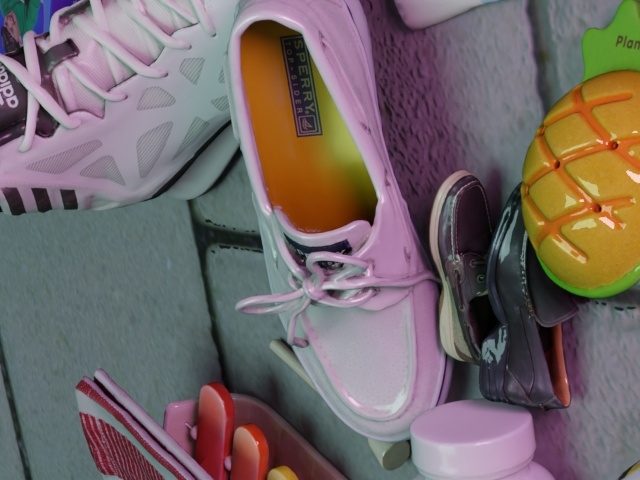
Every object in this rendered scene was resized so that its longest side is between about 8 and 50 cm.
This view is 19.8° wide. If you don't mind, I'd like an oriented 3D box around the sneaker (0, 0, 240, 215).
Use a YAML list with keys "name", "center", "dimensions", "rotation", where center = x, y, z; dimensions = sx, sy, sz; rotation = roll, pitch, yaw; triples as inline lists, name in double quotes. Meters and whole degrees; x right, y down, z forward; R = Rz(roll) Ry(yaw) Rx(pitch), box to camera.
- name: "sneaker"
  center: [-0.154, -0.135, 1.421]
  dimensions: [0.169, 0.257, 0.447]
  rotation: [61, 146, 17]

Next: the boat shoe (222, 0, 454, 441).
- name: "boat shoe"
  center: [0.008, -0.003, 1.293]
  dimensions: [0.136, 0.156, 0.367]
  rotation: [-6, 110, 15]

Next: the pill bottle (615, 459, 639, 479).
- name: "pill bottle"
  center: [0.262, 0.146, 1.069]
  dimensions: [0.119, 0.119, 0.208]
  rotation: [61, 146, 16]

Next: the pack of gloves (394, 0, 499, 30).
- name: "pack of gloves"
  center: [0.064, -0.230, 1.188]
  dimensions: [0.195, 0.046, 0.232]
  rotation: [58, 153, -13]

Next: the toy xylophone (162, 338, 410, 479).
- name: "toy xylophone"
  center: [-0.022, 0.226, 1.565]
  dimensions: [0.323, 0.081, 0.236]
  rotation: [31, 129, 46]

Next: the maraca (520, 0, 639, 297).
- name: "maraca"
  center: [0.181, -0.056, 1.118]
  dimensions: [0.127, 0.099, 0.185]
  rotation: [17, 93, 50]

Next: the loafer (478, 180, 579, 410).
- name: "loafer"
  center: [0.149, 0.039, 1.253]
  dimensions: [0.061, 0.062, 0.170]
  rotation: [16, 124, 27]

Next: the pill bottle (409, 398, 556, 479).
- name: "pill bottle"
  center: [0.119, 0.225, 1.322]
  dimensions: [0.117, 0.118, 0.208]
  rotation: [14, 116, 53]

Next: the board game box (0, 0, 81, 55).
- name: "board game box"
  center: [-0.309, -0.284, 1.746]
  dimensions: [0.347, 0.078, 0.233]
  rotation: [44, 138, 37]

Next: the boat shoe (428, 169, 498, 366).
- name: "boat shoe"
  center: [0.112, 0.022, 1.297]
  dimensions: [0.049, 0.056, 0.152]
  rotation: [25, 135, 43]

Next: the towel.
- name: "towel"
  center: [-0.125, 0.293, 1.656]
  dimensions: [0.237, 0.037, 0.329]
  rotation: [37, 147, 41]
